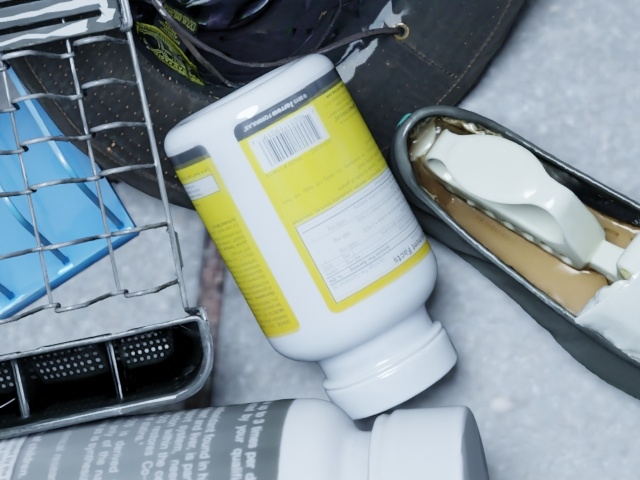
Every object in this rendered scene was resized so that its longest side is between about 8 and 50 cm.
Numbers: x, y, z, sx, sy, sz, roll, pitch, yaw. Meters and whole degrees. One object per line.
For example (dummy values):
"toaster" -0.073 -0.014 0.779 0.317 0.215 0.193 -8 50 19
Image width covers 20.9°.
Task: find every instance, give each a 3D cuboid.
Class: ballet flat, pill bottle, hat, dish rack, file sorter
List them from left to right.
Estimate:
"file sorter" -0.219 -0.020 1.020 0.170 0.104 0.118 -33 68 -1
"dish rack" -0.177 -0.036 0.900 0.208 0.074 0.271 -12 92 1
"pill bottle" -0.056 0.166 0.890 0.283 0.161 0.161 -7 70 10
"hat" -0.033 -0.187 1.000 0.331 0.331 0.134 -25 26 3
"pill bottle" 0.000 0.000 0.938 0.103 0.103 0.184 -28 98 2
"ballet flat" 0.146 0.013 0.934 0.280 0.096 0.095 31 80 20
